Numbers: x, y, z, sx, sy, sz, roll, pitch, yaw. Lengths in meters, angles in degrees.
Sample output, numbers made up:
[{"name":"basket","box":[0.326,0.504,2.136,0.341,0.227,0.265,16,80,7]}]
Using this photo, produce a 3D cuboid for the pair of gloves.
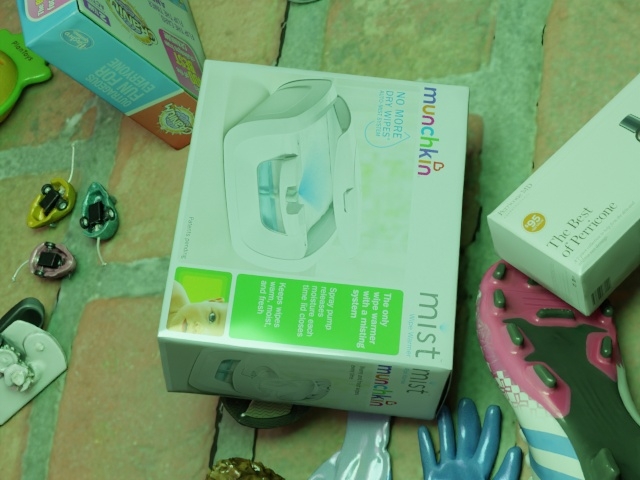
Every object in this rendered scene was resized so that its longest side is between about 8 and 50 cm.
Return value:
[{"name":"pair of gloves","box":[0.069,0.208,1.079,0.198,0.023,0.159,-1,69,29]}]

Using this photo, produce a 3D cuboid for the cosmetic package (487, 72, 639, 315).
[{"name":"cosmetic package","box":[0.250,-0.058,1.022,0.239,0.060,0.099,-43,51,-16]}]

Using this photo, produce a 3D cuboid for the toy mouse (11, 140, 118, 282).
[{"name":"toy mouse","box":[-0.255,-0.005,1.354,0.143,0.031,0.161,34,88,36]}]

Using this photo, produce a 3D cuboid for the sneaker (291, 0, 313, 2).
[{"name":"sneaker","box":[0.043,-0.333,1.294,0.217,0.079,0.121,-18,63,24]}]

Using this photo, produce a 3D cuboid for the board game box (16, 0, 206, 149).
[{"name":"board game box","box":[-0.224,-0.275,1.326,0.064,0.242,0.316,-30,57,18]}]

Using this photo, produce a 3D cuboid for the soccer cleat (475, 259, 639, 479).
[{"name":"soccer cleat","box":[0.186,0.151,0.982,0.116,0.143,0.331,-1,38,-16]}]

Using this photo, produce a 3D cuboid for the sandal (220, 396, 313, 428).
[{"name":"sandal","box":[-0.043,0.027,1.185,0.120,0.086,0.302,1,66,-8]}]

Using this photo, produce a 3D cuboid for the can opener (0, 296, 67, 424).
[{"name":"can opener","box":[-0.373,0.179,1.331,0.280,0.074,0.093,-42,20,6]}]

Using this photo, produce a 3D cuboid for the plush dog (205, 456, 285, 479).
[{"name":"plush dog","box":[-0.095,0.301,1.065,0.225,0.210,0.262,-15,90,9]}]

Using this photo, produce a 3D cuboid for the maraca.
[{"name":"maraca","box":[-0.391,-0.180,1.475,0.186,0.099,0.127,-37,60,-19]}]

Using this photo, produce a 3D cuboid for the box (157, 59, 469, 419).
[{"name":"box","box":[0.000,0.000,1.082,0.231,0.126,0.262,7,63,2]}]
